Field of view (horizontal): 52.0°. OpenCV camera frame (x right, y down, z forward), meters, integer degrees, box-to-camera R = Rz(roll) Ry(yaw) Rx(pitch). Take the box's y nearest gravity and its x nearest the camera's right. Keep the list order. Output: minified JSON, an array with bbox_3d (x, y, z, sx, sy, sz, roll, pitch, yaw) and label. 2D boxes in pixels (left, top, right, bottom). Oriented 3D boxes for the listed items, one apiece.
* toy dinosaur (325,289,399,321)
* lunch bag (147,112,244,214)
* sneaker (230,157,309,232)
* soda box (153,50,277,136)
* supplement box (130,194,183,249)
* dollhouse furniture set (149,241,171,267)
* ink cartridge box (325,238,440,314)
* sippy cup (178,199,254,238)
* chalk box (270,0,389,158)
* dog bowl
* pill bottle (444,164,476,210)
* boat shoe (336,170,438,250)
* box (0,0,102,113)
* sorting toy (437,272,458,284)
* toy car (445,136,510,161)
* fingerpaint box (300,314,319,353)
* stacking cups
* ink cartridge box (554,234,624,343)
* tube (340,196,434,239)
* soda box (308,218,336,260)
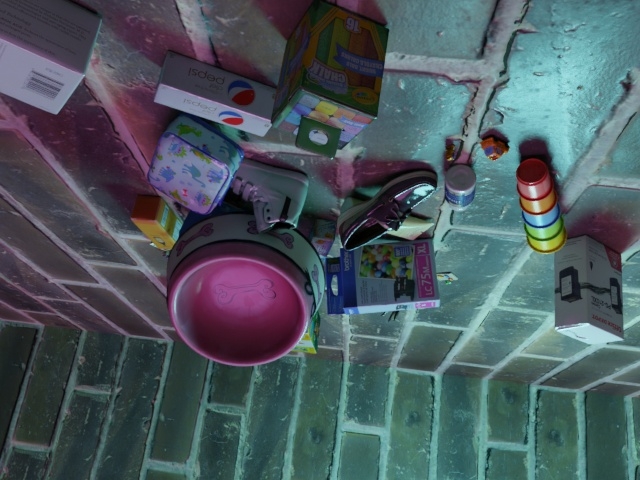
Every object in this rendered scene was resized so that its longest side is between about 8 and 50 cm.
[{"bbox_3d":[0.155,0.196,2.158,0.295,0.127,0.200,-14,143,24],"label":"toy dinosaur"},{"bbox_3d":[-0.271,-0.159,1.421,0.176,0.090,0.219,31,144,-8],"label":"lunch bag"},{"bbox_3d":[-0.163,-0.101,1.520,0.255,0.151,0.094,10,160,-3],"label":"sneaker"},{"bbox_3d":[-0.189,-0.266,1.208,0.216,0.074,0.069,15,158,-18],"label":"soda box"},{"bbox_3d":[-0.457,-0.045,1.874,0.078,0.080,0.233,5,157,9],"label":"supplement box"},{"bbox_3d":[-0.521,0.052,2.136,0.091,0.081,0.114,-11,152,39],"label":"dollhouse furniture set"},{"bbox_3d":[0.164,0.101,1.806,0.311,0.186,0.065,-7,153,10],"label":"ink cartridge box"},{"bbox_3d":[-0.246,0.002,1.746,0.224,0.240,0.305,33,105,-29],"label":"sippy cup"},{"bbox_3d":[0.011,-0.234,1.024,0.132,0.213,0.132,16,158,-20],"label":"chalk box"},{"bbox_3d":[-0.192,0.138,1.622,0.408,0.150,0.408,1,121,1],"label":"dog bowl"},{"bbox_3d":[0.305,-0.111,1.440,0.067,0.067,0.120,3,158,12],"label":"pill bottle"},{"bbox_3d":[0.155,-0.062,1.516,0.285,0.092,0.103,-29,140,32],"label":"boat shoe"},{"bbox_3d":[-0.490,-0.327,1.099,0.182,0.119,0.181,22,155,-30],"label":"box"},{"bbox_3d":[0.402,0.122,2.080,0.062,0.012,0.083,-8,154,34],"label":"sorting toy"},{"bbox_3d":[0.315,-0.171,1.319,0.122,0.041,0.060,-11,152,39],"label":"toy car"},{"bbox_3d":[-0.237,0.310,2.587,0.444,0.163,0.371,5,160,7],"label":"fingerpaint box"},{"bbox_3d":[0.476,-0.073,1.448,0.096,0.096,0.316,-3,155,26],"label":"stacking cups"},{"bbox_3d":[0.689,0.130,1.685,0.172,0.237,0.100,22,155,-32],"label":"ink cartridge box"},{"bbox_3d":[0.165,-0.050,1.668,0.240,0.062,0.070,15,-173,-25],"label":"tube"},{"bbox_3d":[0.000,0.000,1.849,0.063,0.058,0.183,10,160,-5],"label":"soda box"}]
